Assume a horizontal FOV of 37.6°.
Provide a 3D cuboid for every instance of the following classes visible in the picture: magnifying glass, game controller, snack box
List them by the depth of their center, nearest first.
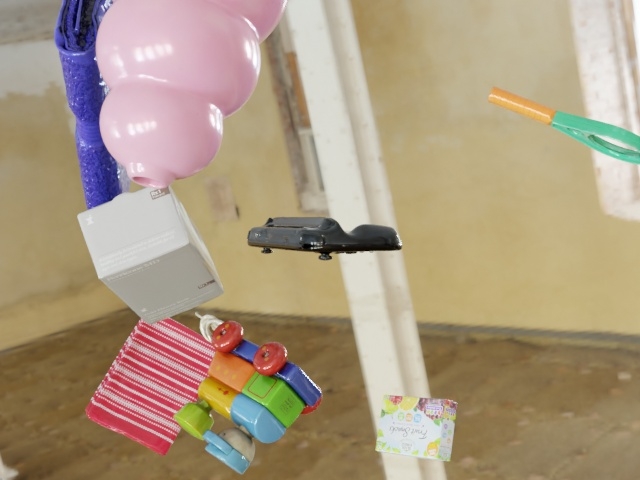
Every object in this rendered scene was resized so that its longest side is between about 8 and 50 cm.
[{"bbox_3d":[0.337,-0.155,1.268,0.231,0.026,0.092,26,178,12],"label":"magnifying glass"},{"bbox_3d":[0.000,0.000,1.492,0.166,0.067,0.319,9,178,-22],"label":"game controller"},{"bbox_3d":[0.163,0.320,1.609,0.037,0.100,0.141,20,162,-41],"label":"snack box"}]

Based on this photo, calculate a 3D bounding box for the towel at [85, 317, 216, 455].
[{"bbox_3d":[-0.356,0.303,2.031,0.275,0.199,0.031,-62,-176,-21],"label":"towel"}]

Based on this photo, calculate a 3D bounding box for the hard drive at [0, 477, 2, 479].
[{"bbox_3d":[-0.576,0.386,1.386,0.254,0.172,0.054,13,-155,21],"label":"hard drive"}]

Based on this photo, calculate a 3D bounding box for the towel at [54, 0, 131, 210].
[{"bbox_3d":[-0.302,-0.199,1.264,0.076,0.308,0.228,3,-133,-2],"label":"towel"}]

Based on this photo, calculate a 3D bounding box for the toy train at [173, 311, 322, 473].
[{"bbox_3d":[-0.126,0.179,1.146,0.248,0.105,0.143,18,-118,48],"label":"toy train"}]

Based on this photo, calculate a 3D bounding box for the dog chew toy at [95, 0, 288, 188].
[{"bbox_3d":[-0.150,-0.218,1.021,0.206,0.332,0.206,11,167,3],"label":"dog chew toy"}]

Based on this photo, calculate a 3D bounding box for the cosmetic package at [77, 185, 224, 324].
[{"bbox_3d":[-0.221,0.022,1.265,0.127,0.107,0.238,-23,163,0],"label":"cosmetic package"}]
